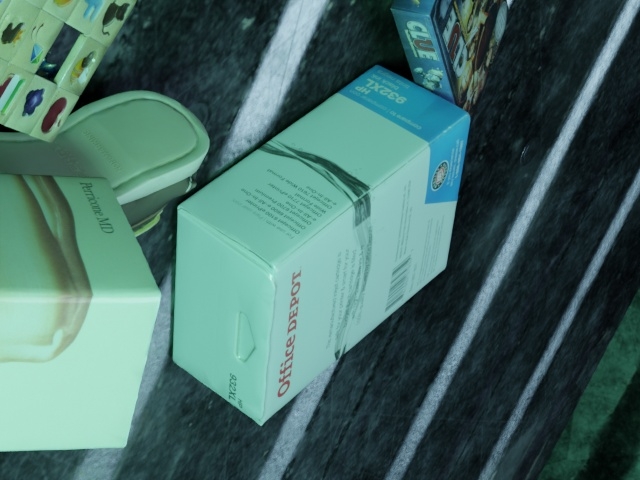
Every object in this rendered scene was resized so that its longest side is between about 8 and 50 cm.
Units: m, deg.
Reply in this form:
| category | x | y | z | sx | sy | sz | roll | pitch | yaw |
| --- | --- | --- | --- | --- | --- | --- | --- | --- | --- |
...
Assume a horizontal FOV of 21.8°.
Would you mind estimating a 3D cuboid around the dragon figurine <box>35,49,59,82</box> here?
| category | x | y | z | sx | sy | sz | roll | pitch | yaw |
| --- | --- | --- | --- | --- | --- | --- | --- | --- | --- |
| dragon figurine | -0.169 | -0.229 | 1.145 | 0.289 | 0.085 | 0.144 | -55 | 155 | -4 |

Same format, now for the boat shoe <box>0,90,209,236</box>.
| category | x | y | z | sx | sy | sz | roll | pitch | yaw |
| --- | --- | --- | --- | --- | --- | --- | --- | --- | --- |
| boat shoe | -0.226 | -0.027 | 1.244 | 0.324 | 0.116 | 0.097 | -22 | 153 | -43 |

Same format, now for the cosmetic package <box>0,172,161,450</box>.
| category | x | y | z | sx | sy | sz | roll | pitch | yaw |
| --- | --- | --- | --- | --- | --- | --- | --- | --- | --- |
| cosmetic package | -0.268 | 0.042 | 1.047 | 0.296 | 0.153 | 0.129 | 1 | 122 | -27 |

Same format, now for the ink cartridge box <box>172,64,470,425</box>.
| category | x | y | z | sx | sy | sz | roll | pitch | yaw |
| --- | --- | --- | --- | --- | --- | --- | --- | --- | --- |
| ink cartridge box | 0.000 | 0.000 | 1.664 | 0.307 | 0.129 | 0.223 | -38 | 149 | -36 |

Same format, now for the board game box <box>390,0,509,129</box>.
| category | x | y | z | sx | sy | sz | roll | pitch | yaw |
| --- | --- | --- | --- | --- | --- | --- | --- | --- | --- |
| board game box | 0.137 | -0.233 | 1.696 | 0.243 | 0.042 | 0.165 | 63 | 45 | -62 |

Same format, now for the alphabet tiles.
| category | x | y | z | sx | sy | sz | roll | pitch | yaw |
| --- | --- | --- | --- | --- | --- | --- | --- | --- | --- |
| alphabet tiles | -0.155 | -0.180 | 1.077 | 0.237 | 0.009 | 0.198 | -59 | 165 | 2 |
